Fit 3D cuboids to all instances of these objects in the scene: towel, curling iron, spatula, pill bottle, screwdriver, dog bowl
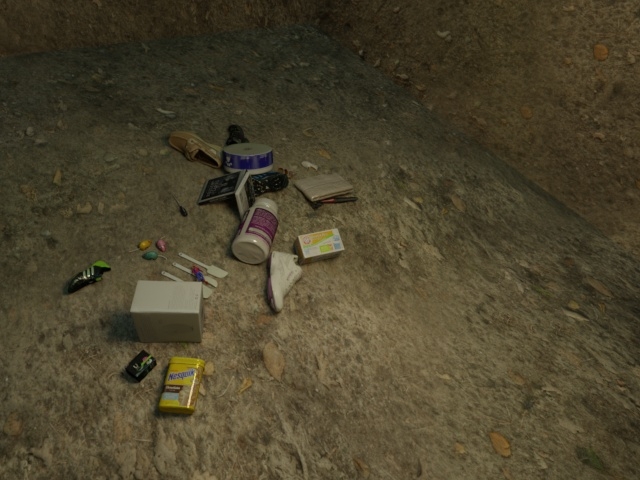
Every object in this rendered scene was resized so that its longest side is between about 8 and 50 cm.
[{"bbox_3d":[0.024,-0.297,2.201,0.282,0.049,0.187,-18,43,-27],"label":"towel"},{"bbox_3d":[0.073,-0.205,2.160,0.274,0.035,0.068,-9,45,-19],"label":"curling iron"},{"bbox_3d":[-0.542,0.143,1.723,0.242,0.019,0.168,24,49,8],"label":"spatula"},{"bbox_3d":[-0.287,-0.053,1.854,0.169,0.169,0.301,14,48,-1],"label":"pill bottle"},{"bbox_3d":[-0.687,-0.176,1.972,0.025,0.024,0.170,-35,58,-2],"label":"screwdriver"},{"bbox_3d":[-0.386,-0.441,2.158,0.265,0.104,0.265,1,27,-1],"label":"dog bowl"}]

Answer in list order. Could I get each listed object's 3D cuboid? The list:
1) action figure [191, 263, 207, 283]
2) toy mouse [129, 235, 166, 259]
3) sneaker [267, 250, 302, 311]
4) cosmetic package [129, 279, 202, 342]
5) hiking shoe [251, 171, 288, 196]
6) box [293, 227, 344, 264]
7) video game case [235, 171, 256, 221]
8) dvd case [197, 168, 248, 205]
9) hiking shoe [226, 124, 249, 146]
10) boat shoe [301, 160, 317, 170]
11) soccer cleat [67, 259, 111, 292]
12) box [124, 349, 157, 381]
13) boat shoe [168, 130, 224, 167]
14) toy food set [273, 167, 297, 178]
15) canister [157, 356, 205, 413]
[{"bbox_3d":[-0.515,0.141,1.703,0.038,0.030,0.115,-24,53,-28],"label":"action figure"},{"bbox_3d":[-0.725,0.037,1.766,0.143,0.031,0.161,34,50,17],"label":"toy mouse"},{"bbox_3d":[-0.151,0.165,1.728,0.152,0.114,0.305,5,48,-7],"label":"sneaker"},{"bbox_3d":[-0.548,0.263,1.476,0.224,0.224,0.138,2,49,-12],"label":"cosmetic package"},{"bbox_3d":[-0.322,-0.298,2.130,0.304,0.113,0.132,-6,20,-10],"label":"hiking shoe"},{"bbox_3d":[-0.010,0.028,1.871,0.203,0.103,0.114,-12,73,-22],"label":"box"},{"bbox_3d":[-0.362,-0.208,1.961,0.022,0.190,0.173,7,47,10],"label":"video game case"},{"bbox_3d":[-0.485,-0.266,2.015,0.238,0.029,0.179,-11,45,17],"label":"dvd case"},{"bbox_3d":[-0.500,-0.596,2.343,0.114,0.086,0.227,-17,56,-30],"label":"hiking shoe"},{"bbox_3d":[-0.066,-0.427,2.329,0.100,0.035,0.035,21,45,-3],"label":"boat shoe"},{"bbox_3d":[-0.920,0.148,1.605,0.072,0.060,0.179,27,46,9],"label":"soccer cleat"},{"bbox_3d":[-0.629,0.441,1.416,0.062,0.052,0.083,30,51,13],"label":"box"},{"bbox_3d":[-0.679,-0.494,2.188,0.341,0.122,0.110,20,47,3],"label":"boat shoe"},{"bbox_3d":[-0.196,-0.377,2.266,0.122,0.019,0.078,28,48,22],"label":"toy food set"},{"bbox_3d":[-0.476,0.498,1.387,0.126,0.073,0.170,7,49,-7],"label":"canister"}]
